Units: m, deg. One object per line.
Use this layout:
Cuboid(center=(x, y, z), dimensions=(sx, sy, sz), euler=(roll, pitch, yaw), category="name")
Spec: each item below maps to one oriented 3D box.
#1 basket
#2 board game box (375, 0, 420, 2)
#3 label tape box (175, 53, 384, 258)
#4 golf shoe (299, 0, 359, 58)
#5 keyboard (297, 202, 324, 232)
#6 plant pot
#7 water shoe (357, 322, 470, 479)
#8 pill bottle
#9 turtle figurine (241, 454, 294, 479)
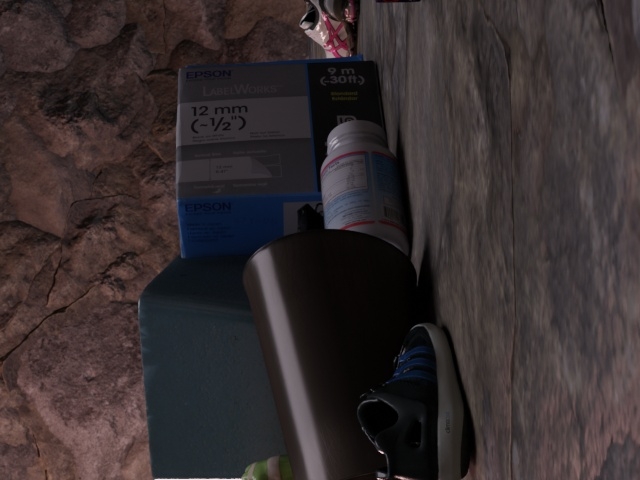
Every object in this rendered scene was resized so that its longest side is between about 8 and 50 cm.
Cuboid(center=(0.027, 0.132, 1.187), dimensions=(0.204, 0.154, 0.227), euler=(36, -145, -49), category="basket")
Cuboid(center=(0.066, -0.386, 1.054), dimensions=(0.208, 0.056, 0.347), euler=(158, 110, -83), category="board game box")
Cuboid(center=(-0.052, -0.143, 1.608), dimensions=(0.115, 0.249, 0.348), euler=(90, 176, -50), category="label tape box")
Cuboid(center=(0.011, -0.320, 1.913), dimensions=(0.186, 0.086, 0.067), euler=(89, 176, -62), category="golf shoe")
Cuboid(center=(0.024, 0.033, 1.409), dimensions=(0.192, 0.038, 0.100), euler=(44, -148, -42), category="keyboard")
Cuboid(center=(-0.051, 0.142, 1.567), dimensions=(0.248, 0.252, 0.247), euler=(-53, -34, -63), category="plant pot")
Cuboid(center=(0.068, 0.123, 1.042), dimensions=(0.203, 0.080, 0.073), euler=(-99, 7, -70), category="water shoe")
Cuboid(center=(0.044, -0.046, 1.366), dimensions=(0.087, 0.087, 0.160), euler=(91, 176, -53), category="pill bottle")
Cuboid(center=(-0.010, 0.326, 1.345), dimensions=(0.275, 0.198, 0.266), euler=(-58, -32, -27), category="turtle figurine")
